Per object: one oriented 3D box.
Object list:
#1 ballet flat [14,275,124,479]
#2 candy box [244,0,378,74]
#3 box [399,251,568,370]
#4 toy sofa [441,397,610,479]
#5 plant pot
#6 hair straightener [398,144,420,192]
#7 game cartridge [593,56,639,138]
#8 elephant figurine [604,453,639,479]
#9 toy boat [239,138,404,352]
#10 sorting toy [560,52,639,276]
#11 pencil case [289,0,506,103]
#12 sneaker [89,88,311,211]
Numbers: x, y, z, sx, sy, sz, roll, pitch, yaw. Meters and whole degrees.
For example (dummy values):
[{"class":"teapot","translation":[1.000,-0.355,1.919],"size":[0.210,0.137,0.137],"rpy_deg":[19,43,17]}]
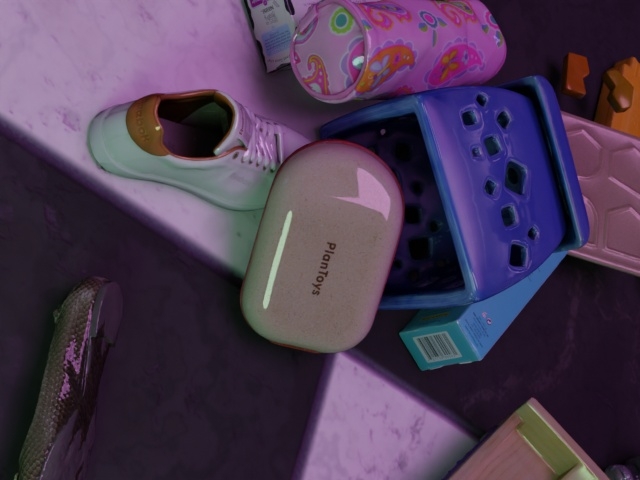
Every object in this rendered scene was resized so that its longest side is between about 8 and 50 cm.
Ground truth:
[{"class":"ballet flat","translation":[-0.244,0.150,1.218],"size":[0.084,0.058,0.250],"rpy_deg":[58,41,-66]},{"class":"candy box","translation":[-0.024,-0.325,1.531],"size":[0.159,0.071,0.233],"rpy_deg":[-19,92,-45]},{"class":"box","translation":[0.207,0.063,1.625],"size":[0.244,0.100,0.060],"rpy_deg":[-44,109,-41]},{"class":"toy sofa","translation":[0.163,0.355,1.498],"size":[0.150,0.177,0.362],"rpy_deg":[47,47,8]},{"class":"plant pot","translation":[0.163,-0.060,1.494],"size":[0.212,0.236,0.236],"rpy_deg":[-17,93,-29]},{"class":"hair straightener","translation":[0.139,-0.178,1.658],"size":[0.089,0.047,0.230],"rpy_deg":[36,62,-30]},{"class":"game cartridge","translation":[0.527,-0.087,2.000],"size":[0.323,0.052,0.285],"rpy_deg":[37,56,-31]},{"class":"elephant figurine","translation":[0.510,0.352,1.736],"size":[0.169,0.239,0.186],"rpy_deg":[20,66,-38]},{"class":"toy boat","translation":[0.000,0.000,1.429],"size":[0.151,0.151,0.231],"rpy_deg":[14,103,-11]},{"class":"sorting toy","translation":[0.399,-0.106,1.845],"size":[0.229,0.041,0.307],"rpy_deg":[15,67,-12]},{"class":"pencil case","translation":[0.093,-0.223,1.494],"size":[0.284,0.124,0.124],"rpy_deg":[-14,89,-48]},{"class":"sneaker","translation":[-0.090,-0.096,1.376],"size":[0.290,0.123,0.106],"rpy_deg":[4,75,-44]}]
